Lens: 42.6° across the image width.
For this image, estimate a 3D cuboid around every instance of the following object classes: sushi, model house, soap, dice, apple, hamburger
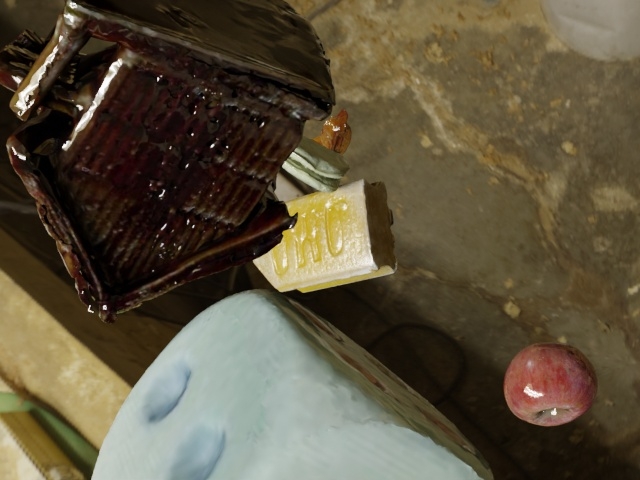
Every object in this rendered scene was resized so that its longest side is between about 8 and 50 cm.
[{"bbox_3d":[0.029,-0.218,1.692,0.052,0.120,0.055,-22,64,-14],"label":"sushi"},{"bbox_3d":[-0.165,-0.105,0.793,0.282,0.297,0.317,-58,25,25],"label":"model house"},{"bbox_3d":[0.000,0.000,1.257,0.232,0.073,0.140,-14,76,38],"label":"soap"},{"bbox_3d":[-0.028,0.220,0.744,0.264,0.268,0.262,-52,30,1],"label":"dice"},{"bbox_3d":[0.379,0.234,1.356,0.153,0.153,0.120,-13,52,18],"label":"apple"},{"bbox_3d":[-0.018,-0.110,1.161,0.121,0.084,0.054,31,111,-11],"label":"hamburger"}]

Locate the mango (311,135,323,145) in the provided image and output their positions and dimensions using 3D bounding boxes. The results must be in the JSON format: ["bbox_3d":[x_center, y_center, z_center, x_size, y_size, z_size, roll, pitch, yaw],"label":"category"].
[{"bbox_3d":[0.008,-0.212,1.940,0.114,0.060,0.080,-19,50,17],"label":"mango"}]
